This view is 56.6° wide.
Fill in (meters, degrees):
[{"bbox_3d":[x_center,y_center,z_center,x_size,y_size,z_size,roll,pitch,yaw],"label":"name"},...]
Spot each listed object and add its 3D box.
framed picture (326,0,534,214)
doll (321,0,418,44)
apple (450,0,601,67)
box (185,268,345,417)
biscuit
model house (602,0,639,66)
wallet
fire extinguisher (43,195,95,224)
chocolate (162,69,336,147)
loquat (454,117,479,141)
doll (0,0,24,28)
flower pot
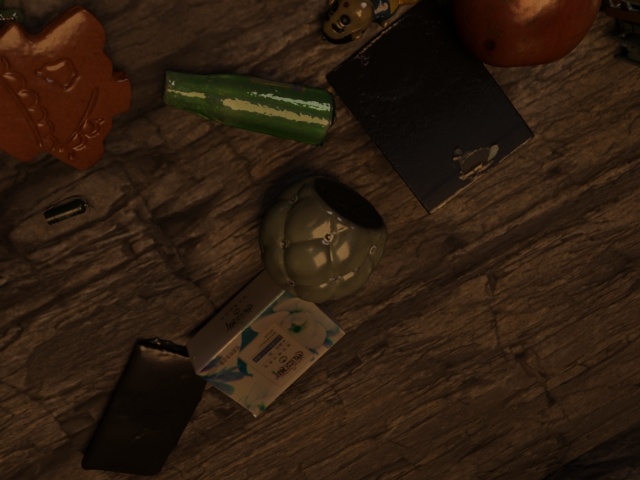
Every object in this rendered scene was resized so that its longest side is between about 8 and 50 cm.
[{"bbox_3d":[0.202,-0.247,1.093,0.244,0.013,0.324,-37,95,5],"label":"framed picture"},{"bbox_3d":[0.076,-0.394,1.013,0.179,0.102,0.089,-35,165,2],"label":"doll"},{"bbox_3d":[0.344,-0.408,1.012,0.253,0.253,0.254,-10,124,-15],"label":"apple"},{"bbox_3d":[-0.118,0.213,1.286,0.274,0.116,0.203,-43,125,0],"label":"box"},{"bbox_3d":[-0.442,-0.213,0.895,0.306,0.043,0.284,-11,139,-28],"label":"biscuit"},{"bbox_3d":[0.689,-0.433,1.142,0.198,0.224,0.215,-35,123,1],"label":"model house"},{"bbox_3d":[-0.388,0.388,1.351,0.197,0.051,0.378,18,111,-28],"label":"wallet"},{"bbox_3d":[-0.448,-0.056,1.061,0.083,0.025,0.038,-20,103,-8],"label":"fire extinguisher"},{"bbox_3d":[-0.124,-0.237,1.028,0.291,0.110,0.110,7,118,-22],"label":"chocolate"},{"bbox_3d":[0.274,-0.216,1.171,0.141,0.141,0.141,-10,124,-15],"label":"loquat"},{"bbox_3d":[-0.485,-0.326,0.850,0.115,0.077,0.151,-3,111,-32],"label":"doll"},{"bbox_3d":[0.000,0.000,1.141,0.246,0.246,0.195,22,118,-31],"label":"flower pot"}]
